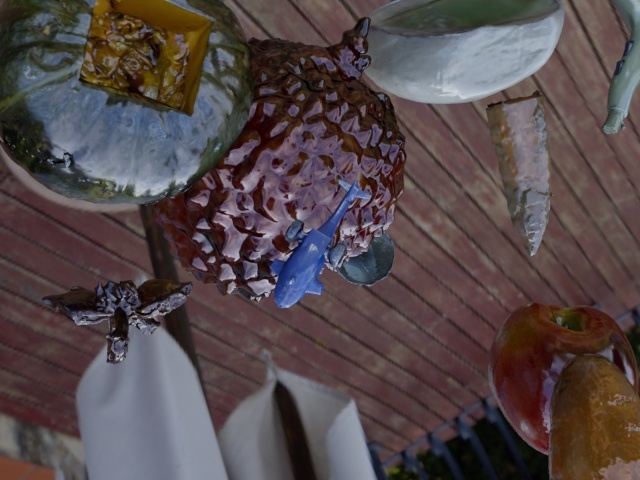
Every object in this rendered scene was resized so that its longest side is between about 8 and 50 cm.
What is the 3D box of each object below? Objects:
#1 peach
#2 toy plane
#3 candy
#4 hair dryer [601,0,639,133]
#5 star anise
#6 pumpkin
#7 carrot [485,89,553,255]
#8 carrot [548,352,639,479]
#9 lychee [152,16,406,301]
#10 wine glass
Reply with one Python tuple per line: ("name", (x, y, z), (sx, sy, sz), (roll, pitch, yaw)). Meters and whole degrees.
("peach", (0.356, 0.212, 1.353), (0.199, 0.243, 0.243), (-19, 150, -44))
("toy plane", (0.000, 0.000, 0.805), (0.054, 0.167, 0.062), (28, 143, 5))
("candy", (0.259, -0.404, 1.825), (0.386, 0.427, 0.186), (-31, 128, -24))
("hair dryer", (0.465, -0.360, 1.399), (0.298, 0.296, 0.119), (-42, -164, -28))
("star anise", (-0.229, 0.105, 1.049), (0.158, 0.144, 0.140), (-36, 133, 11))
("pumpkin", (-0.228, -0.192, 1.048), (0.320, 0.321, 0.192), (2, 171, -30))
("carrot", (0.324, -0.102, 1.437), (0.101, 0.102, 0.263), (-12, 101, -15))
("carrot", (0.330, 0.242, 1.034), (0.159, 0.225, 0.159), (-6, 165, -2))
("lychee", (-0.057, -0.134, 1.437), (0.424, 0.425, 0.500), (13, 119, -39))
("wine glass", (0.063, 0.019, 1.726), (0.122, 0.183, 0.122), (-1, 95, -12))
